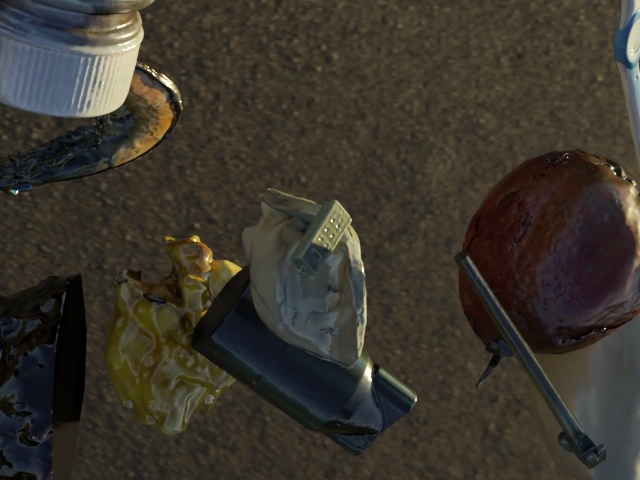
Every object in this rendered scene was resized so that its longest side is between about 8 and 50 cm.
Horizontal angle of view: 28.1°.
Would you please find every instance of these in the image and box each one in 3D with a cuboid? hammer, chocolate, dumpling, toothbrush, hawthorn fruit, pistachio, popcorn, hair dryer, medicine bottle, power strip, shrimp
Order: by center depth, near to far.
[{"bbox_3d":[0.139,0.082,0.848,0.017,0.062,0.182,-36,109,-4],"label":"hammer"},{"bbox_3d":[-0.200,-0.251,1.033,0.165,0.165,0.273,-1,122,-36],"label":"medicine bottle"},{"bbox_3d":[0.000,0.000,1.117,0.027,0.017,0.083,48,54,-24],"label":"power strip"},{"bbox_3d":[0.197,0.030,1.134,0.181,0.181,0.235,32,100,-36],"label":"hawthorn fruit"},{"bbox_3d":[-0.320,0.133,1.189,0.177,0.224,0.206,2,138,-4],"label":"chocolate"},{"bbox_3d":[-0.013,0.025,1.199,0.118,0.199,0.136,-22,139,-32],"label":"dumpling"},{"bbox_3d":[0.301,-0.188,1.233,0.040,0.040,0.386,-47,137,-21],"label":"toothbrush"},{"bbox_3d":[-0.022,0.114,1.513,0.244,0.302,0.116,39,101,-14],"label":"hair dryer"},{"bbox_3d":[-0.172,0.119,1.656,0.191,0.190,0.254,9,83,-74],"label":"popcorn"},{"bbox_3d":[-0.323,-0.148,1.668,0.290,0.054,0.222,-23,154,-1],"label":"shrimp"},{"bbox_3d":[0.421,0.216,1.885,0.226,0.208,0.332,9,74,4],"label":"pistachio"}]
